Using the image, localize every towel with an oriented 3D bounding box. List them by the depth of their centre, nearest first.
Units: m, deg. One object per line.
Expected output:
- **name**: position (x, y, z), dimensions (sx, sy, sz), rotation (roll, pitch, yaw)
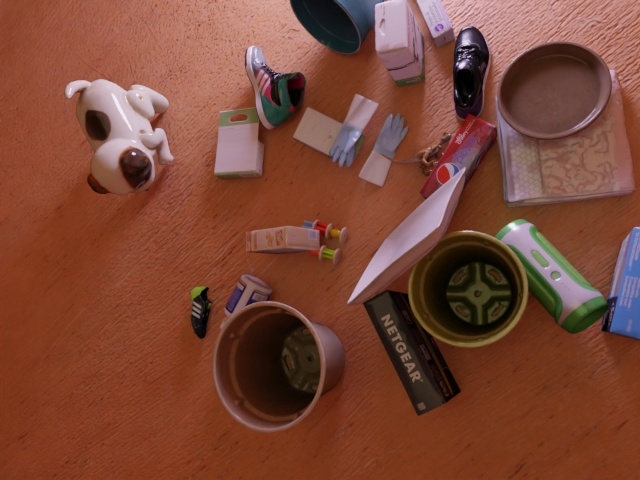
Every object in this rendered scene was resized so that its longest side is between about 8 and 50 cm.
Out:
- **towel**: position (0.645, -0.267, 1.399), dimensions (0.317, 0.053, 0.332), rotation (-7, 80, 22)

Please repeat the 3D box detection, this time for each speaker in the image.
- **speaker**: position (0.567, 0.085, 1.306), dimensions (0.131, 0.131, 0.296), rotation (-41, 54, 13)

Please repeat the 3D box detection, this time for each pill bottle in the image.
- **pill bottle**: position (-0.245, 0.214, 1.679), dimensions (0.112, 0.112, 0.187), rotation (31, 94, 25)

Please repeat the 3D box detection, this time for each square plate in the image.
- **square plate**: position (0.235, -0.004, 1.345), dimensions (0.049, 0.344, 0.347), rotation (42, 129, -2)

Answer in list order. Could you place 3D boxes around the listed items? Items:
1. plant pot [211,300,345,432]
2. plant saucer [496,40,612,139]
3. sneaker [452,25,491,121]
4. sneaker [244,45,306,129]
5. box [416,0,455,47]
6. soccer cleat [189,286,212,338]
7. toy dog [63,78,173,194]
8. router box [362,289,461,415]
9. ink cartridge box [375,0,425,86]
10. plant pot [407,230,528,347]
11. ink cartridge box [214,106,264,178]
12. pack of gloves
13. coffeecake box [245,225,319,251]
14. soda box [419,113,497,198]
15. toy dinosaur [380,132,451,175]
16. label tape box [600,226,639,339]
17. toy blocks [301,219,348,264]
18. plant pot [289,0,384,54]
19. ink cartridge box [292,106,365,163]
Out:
- **plant pot**: position (-0.082, 0.344, 1.481), dimensions (0.333, 0.305, 0.334), rotation (-4, 81, 23)
- **plant saucer**: position (0.614, -0.394, 1.383), dimensions (0.277, 0.041, 0.278), rotation (-5, 76, 21)
- **sneaker**: position (0.428, -0.496, 1.489), dimensions (0.107, 0.124, 0.283), rotation (-2, 81, 23)
- **sneaker**: position (-0.143, -0.540, 1.745), dimensions (0.178, 0.124, 0.296), rotation (-18, 83, 25)
- **box**: position (0.326, -0.753, 1.608), dimensions (0.063, 0.067, 0.324), rotation (-24, 74, 19)
- **soccer cleat**: position (-0.404, 0.243, 1.774), dimensions (0.072, 0.060, 0.179), rotation (-15, 73, 20)
- **toy dog**: position (-0.690, -0.348, 1.822), dimensions (0.284, 0.395, 0.408), rotation (-21, 65, 10)
- **router box**: position (0.247, 0.288, 1.381), dimensions (0.081, 0.243, 0.309), rotation (-31, 70, 16)
- **ink cartridge box**: position (0.237, -0.577, 1.533), dimensions (0.092, 0.219, 0.160), rotation (-5, 80, 23)
- **plant pot**: position (0.391, 0.129, 1.336), dimensions (0.276, 0.254, 0.276), rotation (-4, 81, 24)
- **ink cartridge box**: position (-0.279, -0.336, 1.812), dimensions (0.171, 0.056, 0.235), rotation (0, 79, 23)
- **pack of gloves**: position (0.148, -0.309, 1.592), dimensions (0.195, 0.046, 0.232), rotation (24, 92, 5)
- **coffeecake box**: position (-0.118, 0.002, 1.610), dimensions (0.185, 0.142, 0.068), rotation (-6, 82, 42)
- **soda box**: position (0.394, -0.218, 1.483), dimensions (0.092, 0.083, 0.263), rotation (34, 95, 24)
- **toy dinosaur**: position (0.298, -0.246, 1.552), dimensions (0.211, 0.064, 0.112), rotation (-23, 55, 9)
- **label tape box**: position (0.717, 0.100, 1.153), dimensions (0.106, 0.333, 0.241), rotation (14, 87, 25)
- **toy blocks**: position (0.000, 0.000, 1.637), dimensions (0.148, 0.054, 0.123), rotation (16, 88, 25)
- **plant pot**: position (0.084, -0.776, 1.621), dimensions (0.271, 0.272, 0.255), rotation (32, 81, 24)
- **ink cartridge box**: position (0.028, -0.327, 1.658), dimensions (0.209, 0.062, 0.109), rotation (27, 93, 5)
